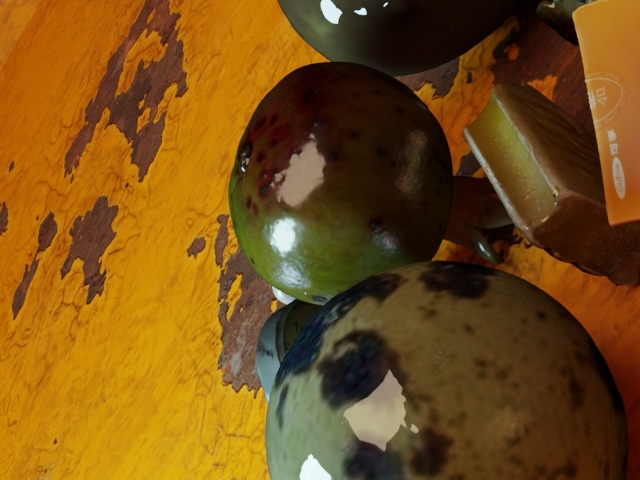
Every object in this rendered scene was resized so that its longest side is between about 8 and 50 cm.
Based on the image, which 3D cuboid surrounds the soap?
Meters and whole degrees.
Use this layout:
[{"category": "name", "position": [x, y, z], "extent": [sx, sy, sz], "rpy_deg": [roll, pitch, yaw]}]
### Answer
[{"category": "soap", "position": [0.247, -0.071, 1.783], "extent": [0.080, 0.160, 0.257], "rpy_deg": [-53, 33, 22]}]

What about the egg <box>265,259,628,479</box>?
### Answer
[{"category": "egg", "position": [0.117, 0.188, 1.642], "extent": [0.428, 0.345, 0.345], "rpy_deg": [-131, 65, -81]}]

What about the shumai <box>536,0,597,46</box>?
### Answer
[{"category": "shumai", "position": [0.310, -0.351, 1.812], "extent": [0.283, 0.217, 0.346], "rpy_deg": [-61, 33, 12]}]

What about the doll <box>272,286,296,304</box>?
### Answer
[{"category": "doll", "position": [0.000, 0.000, 2.161], "extent": [0.257, 0.161, 0.215], "rpy_deg": [-32, 72, 63]}]

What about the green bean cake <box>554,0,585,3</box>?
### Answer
[{"category": "green bean cake", "position": [0.305, -0.329, 1.614], "extent": [0.208, 0.107, 0.193], "rpy_deg": [-13, 37, 33]}]

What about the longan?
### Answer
[{"category": "longan", "position": [0.104, -0.374, 2.087], "extent": [0.361, 0.361, 0.361], "rpy_deg": [-38, 40, 42]}]

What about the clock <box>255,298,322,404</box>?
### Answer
[{"category": "clock", "position": [0.027, 0.161, 1.932], "extent": [0.049, 0.226, 0.226], "rpy_deg": [-42, 38, 34]}]

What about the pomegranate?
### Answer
[{"category": "pomegranate", "position": [0.046, -0.056, 1.937], "extent": [0.291, 0.323, 0.290], "rpy_deg": [-17, 65, 42]}]

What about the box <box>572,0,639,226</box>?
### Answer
[{"category": "box", "position": [0.398, -0.145, 1.521], "extent": [0.341, 0.143, 0.225], "rpy_deg": [-12, 87, 58]}]
